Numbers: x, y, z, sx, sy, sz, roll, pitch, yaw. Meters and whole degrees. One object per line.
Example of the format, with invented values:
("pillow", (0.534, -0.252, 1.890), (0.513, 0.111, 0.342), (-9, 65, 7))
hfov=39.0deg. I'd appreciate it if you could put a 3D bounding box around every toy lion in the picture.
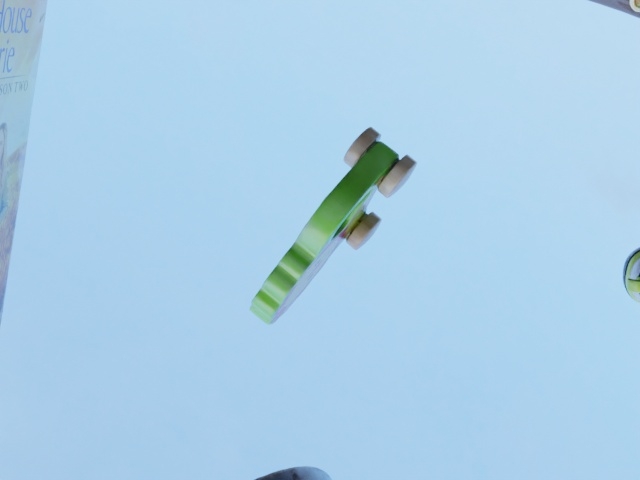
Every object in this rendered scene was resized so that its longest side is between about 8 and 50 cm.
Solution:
("toy lion", (0.000, 0.000, 0.472), (0.034, 0.100, 0.096), (39, -120, 6))

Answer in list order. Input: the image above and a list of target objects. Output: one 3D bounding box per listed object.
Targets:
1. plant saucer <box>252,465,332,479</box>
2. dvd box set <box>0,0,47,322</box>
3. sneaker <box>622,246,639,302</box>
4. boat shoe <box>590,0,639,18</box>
("plant saucer", (-0.092, 0.296, 0.656), (0.310, 0.311, 0.050), (-25, -127, -35))
("dvd box set", (-0.347, -0.063, 0.829), (0.062, 0.420, 0.307), (12, -168, -2))
("sneaker", (0.415, 0.046, 0.882), (0.234, 0.084, 0.097), (-4, -171, 4))
("boat shoe", (0.235, -0.148, 0.509), (0.324, 0.097, 0.116), (31, -132, 15))
